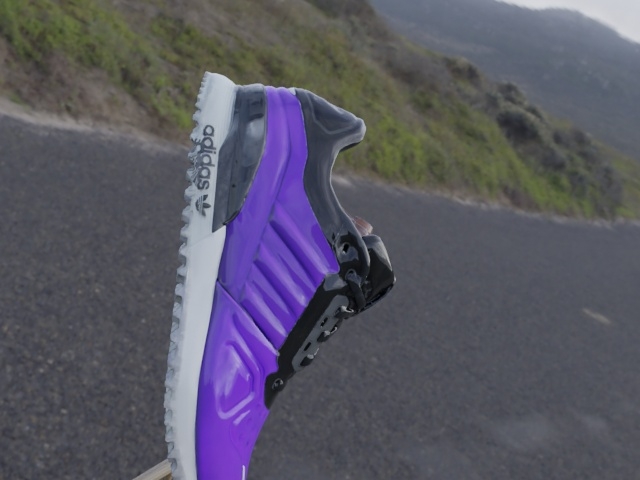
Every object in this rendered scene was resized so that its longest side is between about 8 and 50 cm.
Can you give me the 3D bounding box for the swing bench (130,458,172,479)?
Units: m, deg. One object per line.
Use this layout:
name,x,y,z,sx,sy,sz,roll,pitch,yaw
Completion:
swing bench,-0.209,0.431,1.053,0.255,0.165,0.253,-14,51,-45

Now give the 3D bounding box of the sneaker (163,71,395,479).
sneaker,-0.023,0.042,0.564,0.146,0.293,0.102,5,3,-8

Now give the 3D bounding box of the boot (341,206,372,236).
boot,0.000,0.000,0.990,0.106,0.037,0.114,24,43,6
